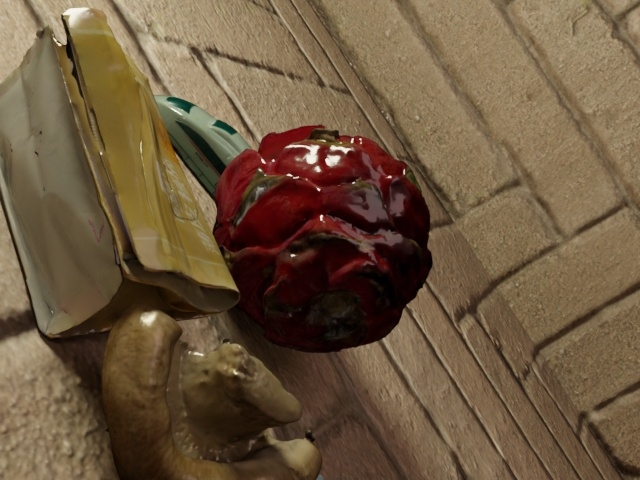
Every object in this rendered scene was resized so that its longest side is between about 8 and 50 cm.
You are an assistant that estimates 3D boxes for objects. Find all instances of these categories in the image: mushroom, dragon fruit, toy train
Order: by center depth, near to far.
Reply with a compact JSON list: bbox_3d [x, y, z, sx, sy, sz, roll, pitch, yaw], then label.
[{"bbox_3d":[-0.115,0.199,0.772,0.286,0.156,0.151,48,40,-26],"label":"mushroom"},{"bbox_3d":[0.003,-0.001,1.103,0.329,0.329,0.329,46,21,-24],"label":"dragon fruit"},{"bbox_3d":[-0.123,-0.091,1.285,0.407,0.088,0.086,51,20,-8],"label":"toy train"}]

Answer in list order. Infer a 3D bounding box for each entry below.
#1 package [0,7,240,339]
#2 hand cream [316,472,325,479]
[{"bbox_3d":[-0.210,-0.076,0.844,0.221,0.165,0.311,-5,61,-37],"label":"package"},{"bbox_3d":[0.035,0.377,0.961,0.256,0.055,0.088,53,14,15],"label":"hand cream"}]
